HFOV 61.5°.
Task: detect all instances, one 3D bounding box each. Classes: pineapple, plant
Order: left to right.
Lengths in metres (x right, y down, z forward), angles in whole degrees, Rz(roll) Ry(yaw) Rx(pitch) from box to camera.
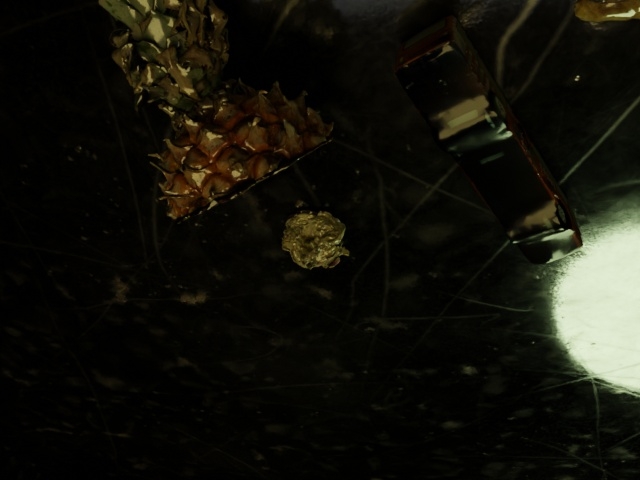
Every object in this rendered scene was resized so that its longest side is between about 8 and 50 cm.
[{"bbox_3d":[-0.148,-0.196,0.663,0.262,0.262,0.272,-21,107,29],"label":"pineapple"},{"bbox_3d":[0.000,0.000,0.937,0.116,0.105,0.122,27,-174,34],"label":"plant"}]

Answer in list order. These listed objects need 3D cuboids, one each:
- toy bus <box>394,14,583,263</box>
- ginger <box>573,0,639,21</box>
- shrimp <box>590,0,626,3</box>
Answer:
[{"bbox_3d":[0.244,-0.113,0.736,0.093,0.092,0.409,-22,130,33],"label":"toy bus"},{"bbox_3d":[0.229,-0.316,0.498,0.362,0.122,0.348,-22,122,17],"label":"ginger"},{"bbox_3d":[0.285,-0.321,0.353,0.116,0.145,0.343,2,134,-52],"label":"shrimp"}]
